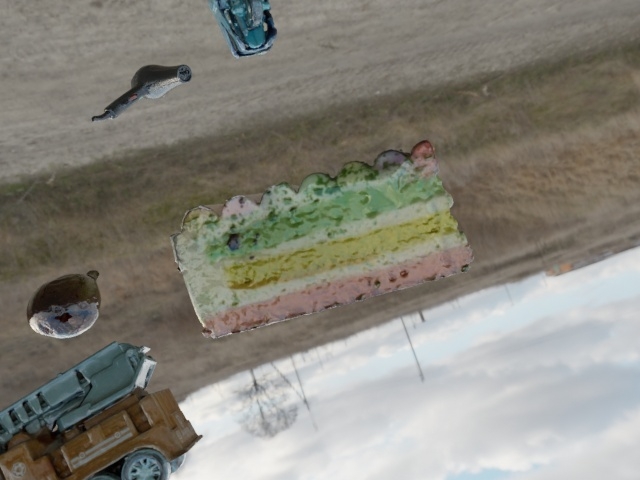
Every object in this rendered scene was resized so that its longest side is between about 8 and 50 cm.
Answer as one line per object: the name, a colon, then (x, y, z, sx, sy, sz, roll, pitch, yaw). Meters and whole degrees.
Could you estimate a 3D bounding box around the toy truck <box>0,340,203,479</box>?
toy truck: (-0.333, 0.274, 0.723, 0.339, 0.184, 0.133, -29, 172, -7)

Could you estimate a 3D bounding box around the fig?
fig: (-0.435, 0.100, 1.033, 0.103, 0.109, 0.154, -40, -156, 33)

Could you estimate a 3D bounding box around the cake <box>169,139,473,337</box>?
cake: (0.000, 0.000, 0.495, 0.226, 0.109, 0.090, -16, -179, 0)

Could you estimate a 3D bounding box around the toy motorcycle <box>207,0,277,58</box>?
toy motorcycle: (-0.203, -0.570, 1.468, 0.154, 0.260, 0.206, -17, 146, -21)

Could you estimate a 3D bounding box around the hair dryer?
hair dryer: (-0.469, -0.362, 1.517, 0.236, 0.091, 0.271, 5, -134, 44)
